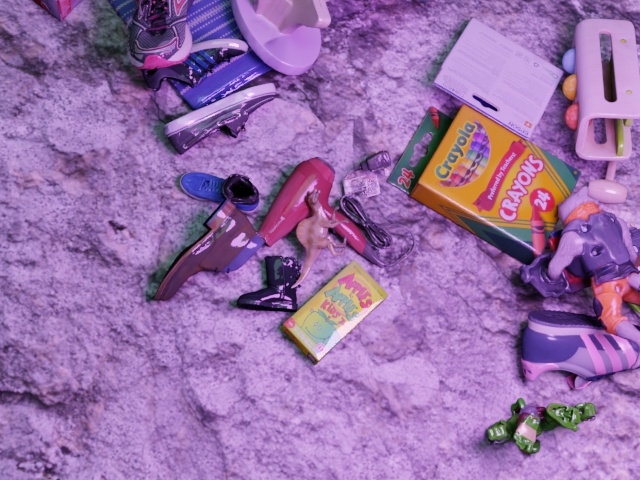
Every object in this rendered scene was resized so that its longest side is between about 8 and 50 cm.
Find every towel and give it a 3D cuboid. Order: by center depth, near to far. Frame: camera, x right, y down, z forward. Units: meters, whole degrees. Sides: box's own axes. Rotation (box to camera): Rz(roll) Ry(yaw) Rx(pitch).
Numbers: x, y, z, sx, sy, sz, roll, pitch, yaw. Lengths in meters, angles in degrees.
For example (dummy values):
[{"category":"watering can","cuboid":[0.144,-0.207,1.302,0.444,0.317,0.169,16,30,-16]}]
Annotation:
[{"category":"towel","cuboid":[-0.242,-0.434,1.906,0.243,0.040,0.336,-35,79,-15]}]

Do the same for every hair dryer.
[{"category":"hair dryer","cuboid":[0.021,-0.049,1.789,0.293,0.080,0.224,-11,79,-7]}]

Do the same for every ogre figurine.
[{"category":"ogre figurine","cuboid":[0.374,0.322,1.705,0.197,0.118,0.097,-31,83,-16]}]

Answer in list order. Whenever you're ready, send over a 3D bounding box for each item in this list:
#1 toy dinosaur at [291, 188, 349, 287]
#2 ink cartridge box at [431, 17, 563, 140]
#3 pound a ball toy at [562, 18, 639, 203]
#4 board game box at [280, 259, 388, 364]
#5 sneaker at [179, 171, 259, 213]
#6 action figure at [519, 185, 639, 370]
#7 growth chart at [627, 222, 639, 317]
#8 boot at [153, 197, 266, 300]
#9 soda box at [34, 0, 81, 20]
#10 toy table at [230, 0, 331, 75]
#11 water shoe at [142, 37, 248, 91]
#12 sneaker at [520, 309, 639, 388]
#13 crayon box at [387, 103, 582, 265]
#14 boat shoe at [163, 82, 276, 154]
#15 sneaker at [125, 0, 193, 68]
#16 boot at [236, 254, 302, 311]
[{"category":"toy dinosaur","cuboid":[0.000,0.000,1.753,0.092,0.053,0.183,9,93,3]},{"category":"ink cartridge box","cuboid":[0.348,-0.312,1.927,0.223,0.045,0.224,32,56,2]},{"category":"pound a ball toy","cuboid":[0.540,-0.253,1.907,0.135,0.208,0.319,4,53,7]},{"category":"board game box","cuboid":[0.026,0.129,1.752,0.181,0.043,0.092,-42,82,-19]},{"category":"sneaker","cuboid":[-0.183,-0.099,1.772,0.152,0.084,0.058,22,70,-1]},{"category":"action figure","cuboid":[0.556,0.038,1.746,0.341,0.178,0.330,-23,67,-28]},{"category":"growth chart","cuboid":[0.653,0.040,1.889,0.237,0.021,0.172,-37,76,-20]},{"category":"boot","cuboid":[-0.196,0.042,1.722,0.106,0.082,0.219,39,88,-11]},{"category":"soda box","cuboid":[-0.455,-0.556,1.881,0.092,0.083,0.263,36,70,4]},{"category":"toy table","cuboid":[-0.061,-0.471,1.843,0.252,0.161,0.274,-14,69,-36]},{"category":"water shoe","cuboid":[-0.232,-0.327,1.825,0.203,0.073,0.080,-10,91,-2]},{"category":"sneaker","cuboid":[0.513,0.212,1.789,0.319,0.112,0.131,10,101,-12]},{"category":"crayon box","cuboid":[0.314,-0.120,1.862,0.318,0.081,0.202,30,70,2]},{"category":"boat shoe","cuboid":[-0.179,-0.225,1.824,0.228,0.080,0.076,-26,95,-19]},{"category":"sneaker","cuboid":[-0.299,-0.430,1.778,0.120,0.112,0.299,-4,53,2]},{"category":"boot","cuboid":[-0.091,0.076,1.750,0.121,0.045,0.099,5,73,-15]}]
